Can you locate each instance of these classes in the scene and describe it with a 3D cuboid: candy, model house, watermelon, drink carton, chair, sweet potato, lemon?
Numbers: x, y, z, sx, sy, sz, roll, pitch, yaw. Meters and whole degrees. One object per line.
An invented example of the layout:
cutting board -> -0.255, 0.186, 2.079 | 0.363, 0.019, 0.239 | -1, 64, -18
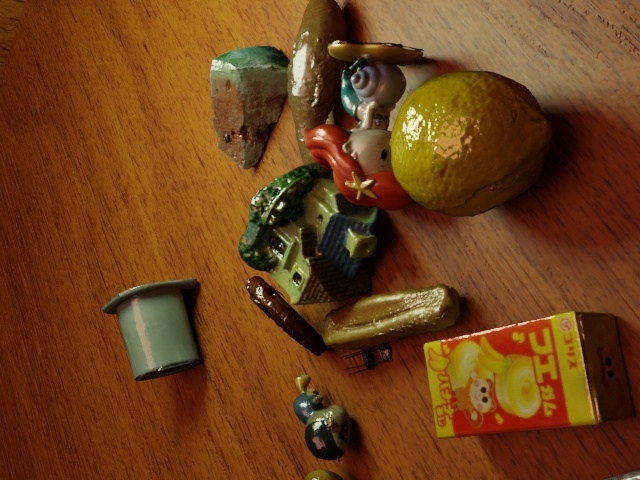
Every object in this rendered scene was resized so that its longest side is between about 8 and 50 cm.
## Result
candy -> 0.273, 0.189, 1.150 | 0.276, 0.088, 0.146 | -24, 68, 48
model house -> 0.000, 0.000, 1.431 | 0.189, 0.195, 0.214 | 45, 124, 34
watermelon -> -0.149, -0.258, 1.685 | 0.094, 0.154, 0.241 | 47, 136, 42
drink carton -> -0.368, 0.206, 1.877 | 0.185, 0.191, 0.189 | -26, 74, 45
chair -> 0.081, 0.200, 1.433 | 0.086, 0.042, 0.037 | -18, 71, 12
sweet potato -> -0.008, -0.259, 1.516 | 0.109, 0.109, 0.385 | 5, 92, 51
lemon -> 0.202, -0.134, 1.171 | 0.260, 0.204, 0.204 | -9, 80, 51

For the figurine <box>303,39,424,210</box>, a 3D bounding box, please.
figurine -> 0.073, -0.183, 1.372 | 0.208, 0.181, 0.257 | 6, 95, 11

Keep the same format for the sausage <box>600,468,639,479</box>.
sausage -> 0.375, 0.311, 1.060 | 0.223, 0.029, 0.029 | -36, 61, 44

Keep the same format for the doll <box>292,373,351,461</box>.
doll -> 0.005, 0.312, 1.481 | 0.102, 0.089, 0.179 | 72, 176, -46

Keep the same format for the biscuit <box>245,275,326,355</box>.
biscuit -> -0.062, 0.136, 1.510 | 0.049, 0.192, 0.192 | -44, 47, -1

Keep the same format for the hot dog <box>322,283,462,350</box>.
hot dog -> 0.112, 0.127, 1.365 | 0.289, 0.068, 0.083 | -17, 60, 46

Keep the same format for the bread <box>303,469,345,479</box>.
bread -> 0.066, 0.531, 1.389 | 0.344, 0.084, 0.124 | 55, 150, 37
